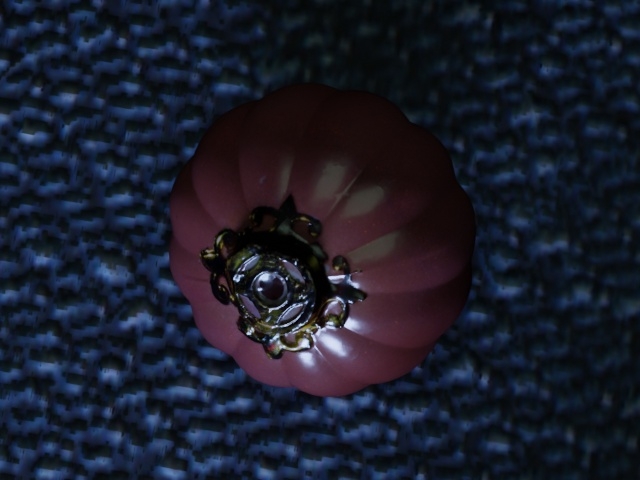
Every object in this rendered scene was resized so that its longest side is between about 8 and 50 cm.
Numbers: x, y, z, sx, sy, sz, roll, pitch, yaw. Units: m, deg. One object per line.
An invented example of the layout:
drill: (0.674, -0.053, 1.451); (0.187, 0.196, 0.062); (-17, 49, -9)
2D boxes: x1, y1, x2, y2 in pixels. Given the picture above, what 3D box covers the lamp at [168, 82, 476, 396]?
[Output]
lamp: (0.000, 0.000, 0.658); (0.107, 0.092, 0.107); (7, 113, 18)
